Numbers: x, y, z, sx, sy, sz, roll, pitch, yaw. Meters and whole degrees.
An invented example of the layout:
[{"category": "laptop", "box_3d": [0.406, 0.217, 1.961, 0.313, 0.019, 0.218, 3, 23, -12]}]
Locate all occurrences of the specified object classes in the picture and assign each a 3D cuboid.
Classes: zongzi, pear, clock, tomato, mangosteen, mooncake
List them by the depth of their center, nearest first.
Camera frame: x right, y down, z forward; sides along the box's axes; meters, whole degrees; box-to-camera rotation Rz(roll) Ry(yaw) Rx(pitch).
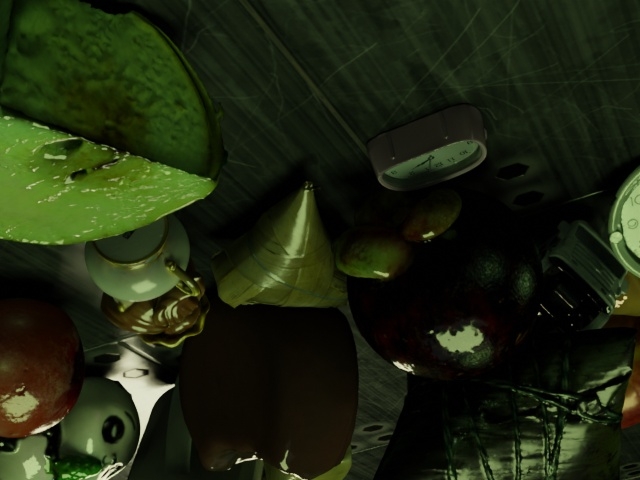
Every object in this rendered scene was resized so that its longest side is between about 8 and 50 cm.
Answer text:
[{"category": "pear", "box_3d": [-0.283, -0.114, 1.249, 0.286, 0.176, 0.282, 17, 146, -37]}, {"category": "clock", "box_3d": [0.144, -0.110, 1.545, 0.152, 0.050, 0.110, -20, 153, 21]}, {"category": "mangosteen", "box_3d": [0.159, 0.047, 1.638, 0.288, 0.288, 0.288, -8, 155, -4]}, {"category": "zongzi", "box_3d": [0.000, 0.000, 1.680, 0.228, 0.115, 0.256, 4, 140, -37]}, {"category": "zongzi", "box_3d": [0.231, 0.276, 1.701, 0.383, 0.362, 0.319, 8, 126, 26]}, {"category": "clock", "box_3d": [0.528, -0.042, 1.751, 0.236, 0.053, 0.236, 0, 120, 0]}, {"category": "tomato", "box_3d": [-0.436, 0.184, 1.764, 0.184, 0.208, 0.208, -2, 154, -18]}, {"category": "mooncake", "box_3d": [-0.071, 0.224, 1.847, 0.174, 0.334, 0.326, 2, 141, -39]}]

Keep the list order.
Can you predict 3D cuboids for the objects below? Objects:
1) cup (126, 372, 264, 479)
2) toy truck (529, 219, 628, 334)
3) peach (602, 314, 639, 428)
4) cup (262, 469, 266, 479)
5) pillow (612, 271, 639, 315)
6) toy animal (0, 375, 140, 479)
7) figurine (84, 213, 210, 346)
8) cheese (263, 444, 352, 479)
[{"category": "cup", "box_3d": [-0.225, 0.403, 2.131, 0.236, 0.327, 0.323, 1, 121, 7]}, {"category": "toy truck", "box_3d": [0.314, 0.106, 1.883, 0.146, 0.175, 0.367, 44, 139, -5]}, {"category": "peach", "box_3d": [0.507, 0.212, 2.146, 0.281, 0.238, 0.281, -48, 170, -11]}, {"category": "cup", "box_3d": [-0.196, 0.470, 2.494, 0.196, 0.196, 0.280, -2, 162, -16]}, {"category": "pillow", "box_3d": [0.624, 0.033, 1.930, 0.310, 0.119, 0.312, -5, 148, -7]}, {"category": "toy animal", "box_3d": [-0.444, 0.342, 2.091, 0.266, 0.213, 0.212, 0, 153, -11]}, {"category": "figurine", "box_3d": [-0.232, 0.046, 1.622, 0.142, 0.189, 0.263, -47, 159, -20]}, {"category": "cheese", "box_3d": [-0.034, 0.295, 2.072, 0.123, 0.266, 0.242, -4, 155, -12]}]
